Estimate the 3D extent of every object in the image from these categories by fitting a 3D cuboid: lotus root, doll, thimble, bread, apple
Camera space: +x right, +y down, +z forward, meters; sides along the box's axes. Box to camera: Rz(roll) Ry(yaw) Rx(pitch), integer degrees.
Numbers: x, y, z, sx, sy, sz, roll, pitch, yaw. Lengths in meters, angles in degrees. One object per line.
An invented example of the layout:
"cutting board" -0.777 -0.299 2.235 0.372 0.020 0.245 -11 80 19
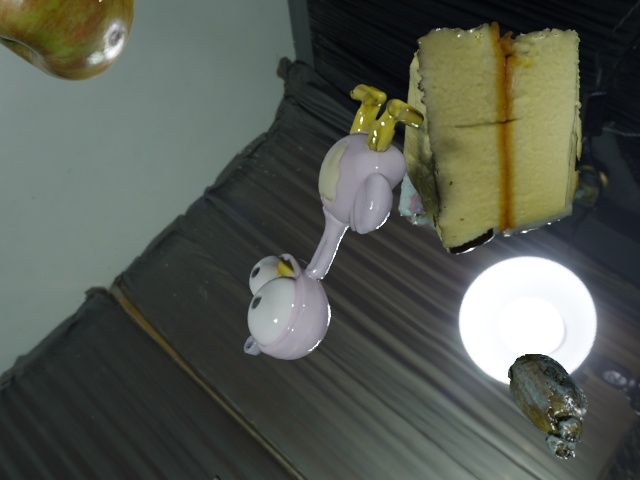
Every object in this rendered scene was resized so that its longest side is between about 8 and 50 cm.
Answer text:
"lotus root" 0.307 0.211 0.627 0.088 0.088 0.165 -62 -173 22
"doll" 0.001 0.001 0.559 0.094 0.160 0.365 23 108 -29
"thimble" 0.283 -0.106 1.055 0.185 0.211 0.149 39 64 -70
"bread" 0.328 -0.166 0.807 0.346 0.242 0.405 -21 162 -7
"apple" -0.453 -0.419 0.802 0.264 0.264 0.264 -44 158 -24

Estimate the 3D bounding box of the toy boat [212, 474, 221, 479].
"toy boat" -0.112 0.314 0.434 0.084 0.066 0.210 -30 -154 13
